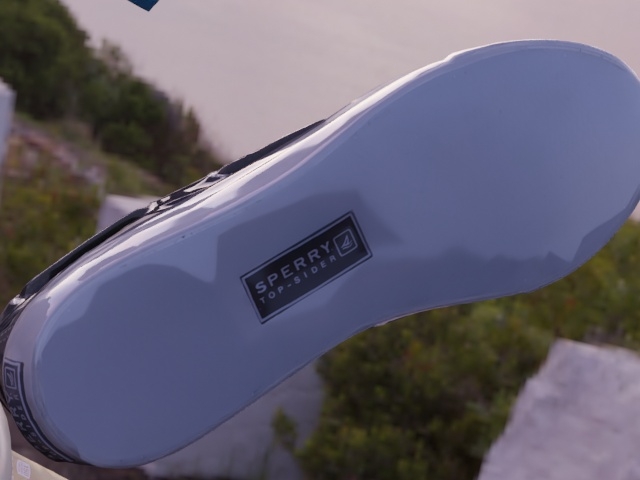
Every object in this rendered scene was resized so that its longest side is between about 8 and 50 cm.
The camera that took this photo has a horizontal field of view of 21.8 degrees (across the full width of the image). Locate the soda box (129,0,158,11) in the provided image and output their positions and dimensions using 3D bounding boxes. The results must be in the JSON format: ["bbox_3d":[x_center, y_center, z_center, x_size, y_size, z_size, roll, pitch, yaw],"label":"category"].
[{"bbox_3d":[-0.159,-0.210,0.884,0.210,0.067,0.071,27,-34,-21],"label":"soda box"}]

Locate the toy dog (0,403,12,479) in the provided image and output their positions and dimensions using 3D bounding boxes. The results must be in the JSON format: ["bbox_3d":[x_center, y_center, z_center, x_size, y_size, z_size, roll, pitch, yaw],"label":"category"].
[{"bbox_3d":[-0.366,0.073,0.636,0.408,0.395,0.284,49,-10,22],"label":"toy dog"}]

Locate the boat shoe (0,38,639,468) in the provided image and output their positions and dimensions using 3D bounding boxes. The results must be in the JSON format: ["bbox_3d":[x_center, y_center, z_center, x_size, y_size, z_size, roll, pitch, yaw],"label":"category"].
[{"bbox_3d":[0.000,0.000,0.515,0.228,0.080,0.076,-30,18,-23],"label":"boat shoe"}]

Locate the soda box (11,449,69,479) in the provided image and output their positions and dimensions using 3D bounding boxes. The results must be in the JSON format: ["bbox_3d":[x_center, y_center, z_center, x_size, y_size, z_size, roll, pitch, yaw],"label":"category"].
[{"bbox_3d":[-0.135,0.183,0.686,0.058,0.181,0.061,-24,-37,22],"label":"soda box"}]
